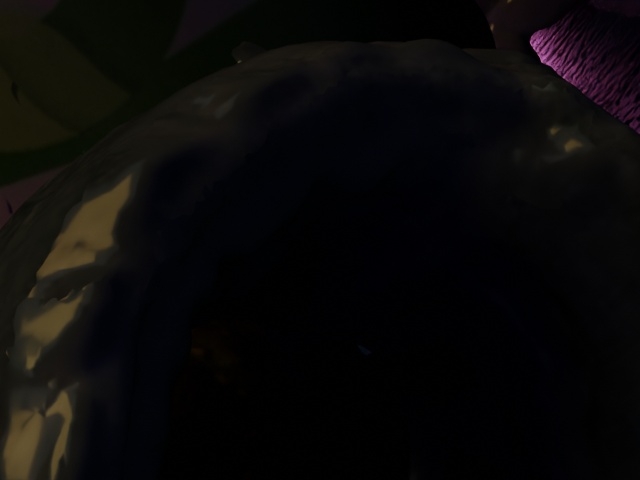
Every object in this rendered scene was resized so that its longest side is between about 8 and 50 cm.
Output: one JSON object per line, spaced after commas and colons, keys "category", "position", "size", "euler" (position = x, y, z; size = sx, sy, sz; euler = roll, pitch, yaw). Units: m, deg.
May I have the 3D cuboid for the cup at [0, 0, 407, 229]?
{"category": "cup", "position": [-0.086, -0.115, 0.704], "size": [0.253, 0.274, 0.253], "euler": [-17, 1, 0]}

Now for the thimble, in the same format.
{"category": "thimble", "position": [-0.003, 0.063, 0.503], "size": [0.172, 0.205, 0.250], "euler": [-25, 41, 65]}

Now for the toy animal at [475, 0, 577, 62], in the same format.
{"category": "toy animal", "position": [0.091, -0.174, 0.921], "size": [0.184, 0.104, 0.185], "euler": [-56, 9, 14]}

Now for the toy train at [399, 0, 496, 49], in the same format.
{"category": "toy train", "position": [0.030, -0.073, 0.804], "size": [0.105, 0.178, 0.071], "euler": [-24, -11, 29]}

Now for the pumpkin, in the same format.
{"category": "pumpkin", "position": [-0.082, 0.149, 0.719], "size": [0.317, 0.139, 0.221], "euler": [-30, 26, 56]}
